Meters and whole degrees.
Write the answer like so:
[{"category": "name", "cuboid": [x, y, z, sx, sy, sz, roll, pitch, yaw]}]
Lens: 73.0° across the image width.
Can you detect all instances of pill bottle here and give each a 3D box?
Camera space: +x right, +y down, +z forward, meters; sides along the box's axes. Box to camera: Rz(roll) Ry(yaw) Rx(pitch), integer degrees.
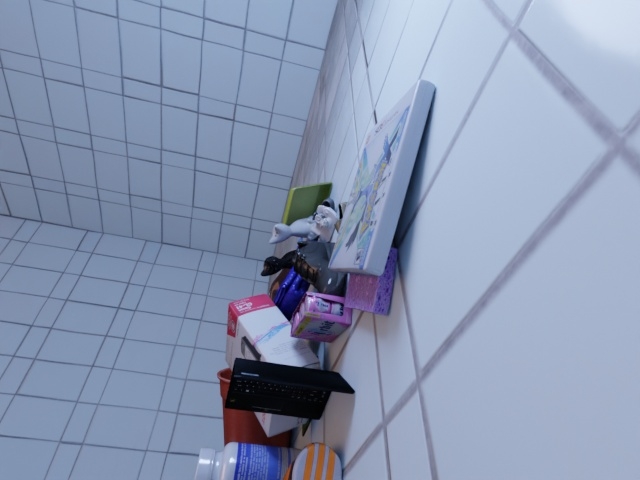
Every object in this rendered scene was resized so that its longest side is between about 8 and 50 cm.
[{"category": "pill bottle", "cuboid": [-0.185, 0.611, 1.124, 0.152, 0.272, 0.152, -169, 90, -81]}]

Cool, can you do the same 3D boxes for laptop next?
[{"category": "laptop", "cuboid": [-0.079, 0.338, 0.917, 0.136, 0.234, 0.264, -93, 17, -58]}]

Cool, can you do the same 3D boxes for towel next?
[{"category": "towel", "cuboid": [-0.097, 0.161, 1.337, 0.308, 0.076, 0.228, -60, 5, 44]}]

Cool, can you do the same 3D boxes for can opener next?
[{"category": "can opener", "cuboid": [0.000, 0.000, 1.389, 0.093, 0.074, 0.280, -35, -29, -50]}]

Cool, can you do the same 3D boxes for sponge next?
[{"category": "sponge", "cuboid": [0.090, 0.077, 0.825, 0.210, 0.031, 0.117, 152, 129, -78]}]

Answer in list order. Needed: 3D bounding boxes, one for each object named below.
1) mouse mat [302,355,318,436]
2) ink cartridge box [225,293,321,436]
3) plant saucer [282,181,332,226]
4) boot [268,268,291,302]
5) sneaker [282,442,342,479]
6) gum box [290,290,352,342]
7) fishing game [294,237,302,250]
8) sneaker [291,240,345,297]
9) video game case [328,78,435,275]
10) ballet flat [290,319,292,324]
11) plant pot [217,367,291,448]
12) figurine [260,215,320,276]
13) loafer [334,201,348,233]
[{"category": "mouse mat", "cuboid": [-0.029, 0.436, 1.211, 0.153, 0.007, 0.190, -91, 16, -51]}, {"category": "ink cartridge box", "cuboid": [-0.144, 0.327, 1.178, 0.306, 0.131, 0.226, 42, 131, 47]}, {"category": "plant saucer", "cuboid": [-0.057, -0.117, 1.492, 0.045, 0.188, 0.188, 37, 125, 31]}, {"category": "boot", "cuboid": [-0.137, 0.163, 1.804, 0.248, 0.090, 0.207, -66, 8, -18]}, {"category": "sneaker", "cuboid": [-0.032, 0.559, 0.813, 0.180, 0.124, 0.321, 109, 179, -59]}, {"category": "gum box", "cuboid": [-0.001, 0.182, 1.014, 0.188, 0.107, 0.062, 118, 161, -60]}, {"category": "fishing game", "cuboid": [-0.064, -0.073, 1.792, 0.189, 0.041, 0.264, -135, 66, -80]}, {"category": "sneaker", "cuboid": [-0.011, 0.079, 1.127, 0.286, 0.130, 0.109, -110, 34, -70]}, {"category": "video game case", "cuboid": [0.102, -0.096, 0.828, 0.300, 0.036, 0.329, 162, 125, -79]}, {"category": "ballet flat", "cuboid": [-0.177, 0.415, 1.767, 0.182, 0.164, 0.483, -49, 30, 28]}, {"category": "plant pot", "cuboid": [-0.195, 0.555, 1.372, 0.272, 0.272, 0.265, 157, 114, -79]}, {"category": "figurine", "cuboid": [-0.097, 0.018, 1.452, 0.092, 0.209, 0.215, 39, 126, 35]}, {"category": "loafer", "cuboid": [0.058, -0.028, 1.074, 0.056, 0.050, 0.148, 131, 148, -72]}]
